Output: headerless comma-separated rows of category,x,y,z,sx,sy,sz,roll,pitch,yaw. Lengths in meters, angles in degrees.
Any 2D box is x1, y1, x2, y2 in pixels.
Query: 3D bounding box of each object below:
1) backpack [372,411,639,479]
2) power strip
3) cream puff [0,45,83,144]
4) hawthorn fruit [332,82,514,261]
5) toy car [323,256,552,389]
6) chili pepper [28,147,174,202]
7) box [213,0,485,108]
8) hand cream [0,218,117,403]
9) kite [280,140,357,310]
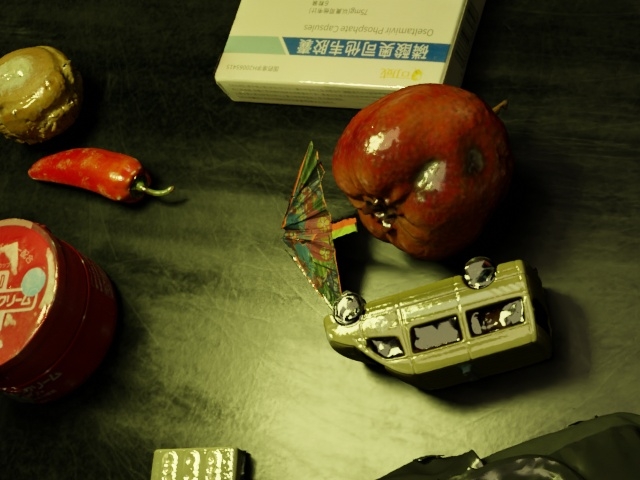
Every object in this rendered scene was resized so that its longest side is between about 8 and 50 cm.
backpack,0.225,0.336,1.251,0.446,0.255,0.363,-23,56,-2
power strip,-0.149,0.282,1.624,0.123,0.032,0.056,-7,65,23
cream puff,-0.417,-0.207,1.945,0.150,0.115,0.165,-41,46,-5
hawthorn fruit,0.147,-0.104,1.573,0.207,0.207,0.243,32,62,34
toy car,0.134,0.107,1.525,0.257,0.101,0.124,-17,63,17
chili pepper,-0.313,-0.094,1.875,0.272,0.063,0.071,12,60,34
box,0.038,-0.278,1.778,0.343,0.065,0.200,7,71,29
hand cream,-0.395,0.096,1.770,0.230,0.149,0.230,-11,64,24
kite,0.000,0.000,1.652,0.183,0.014,0.241,-15,87,59
